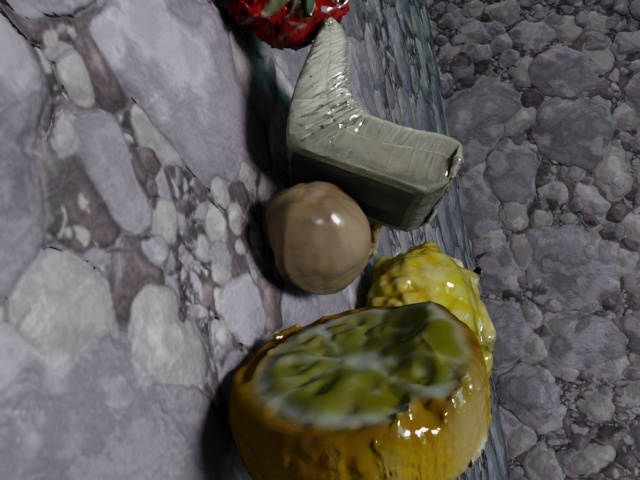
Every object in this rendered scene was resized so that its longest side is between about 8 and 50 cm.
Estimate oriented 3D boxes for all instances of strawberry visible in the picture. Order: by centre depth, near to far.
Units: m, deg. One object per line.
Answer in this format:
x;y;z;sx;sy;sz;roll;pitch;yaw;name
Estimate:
-0.052;-0.350;0.797;0.201;0.186;0.184;-117;-133;-65;strawberry

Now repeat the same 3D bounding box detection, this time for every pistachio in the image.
0.000;0.000;0.780;0.226;0.135;0.136;52;31;-67;pistachio

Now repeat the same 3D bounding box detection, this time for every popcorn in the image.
0.188;0.140;1.054;0.252;0.215;0.287;39;39;-50;popcorn

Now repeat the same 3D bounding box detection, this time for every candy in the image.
0.037;0.151;0.595;0.260;0.259;0.118;-47;125;-65;candy

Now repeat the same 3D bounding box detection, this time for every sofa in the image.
0.074;-0.137;0.809;0.210;0.225;0.176;84;25;-73;sofa

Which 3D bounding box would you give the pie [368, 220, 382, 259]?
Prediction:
0.079;-0.073;1.017;0.205;0.084;0.179;-75;167;-52;pie
